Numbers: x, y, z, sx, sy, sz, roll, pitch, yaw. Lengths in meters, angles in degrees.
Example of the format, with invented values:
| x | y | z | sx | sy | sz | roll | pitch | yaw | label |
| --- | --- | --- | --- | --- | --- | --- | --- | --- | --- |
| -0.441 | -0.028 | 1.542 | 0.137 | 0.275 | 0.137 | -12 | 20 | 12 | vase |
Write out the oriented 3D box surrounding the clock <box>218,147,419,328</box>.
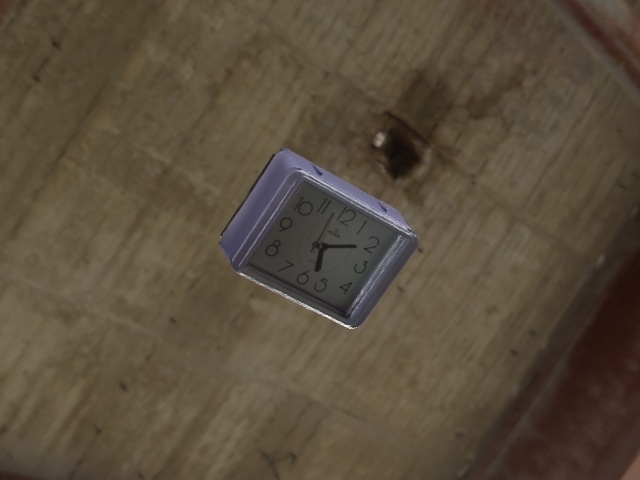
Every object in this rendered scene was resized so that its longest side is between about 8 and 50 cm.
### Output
| x | y | z | sx | sy | sz | roll | pitch | yaw | label |
| --- | --- | --- | --- | --- | --- | --- | --- | --- | --- |
| 0.000 | -0.001 | 1.367 | 0.193 | 0.073 | 0.145 | 27 | -75 | -27 | clock |
